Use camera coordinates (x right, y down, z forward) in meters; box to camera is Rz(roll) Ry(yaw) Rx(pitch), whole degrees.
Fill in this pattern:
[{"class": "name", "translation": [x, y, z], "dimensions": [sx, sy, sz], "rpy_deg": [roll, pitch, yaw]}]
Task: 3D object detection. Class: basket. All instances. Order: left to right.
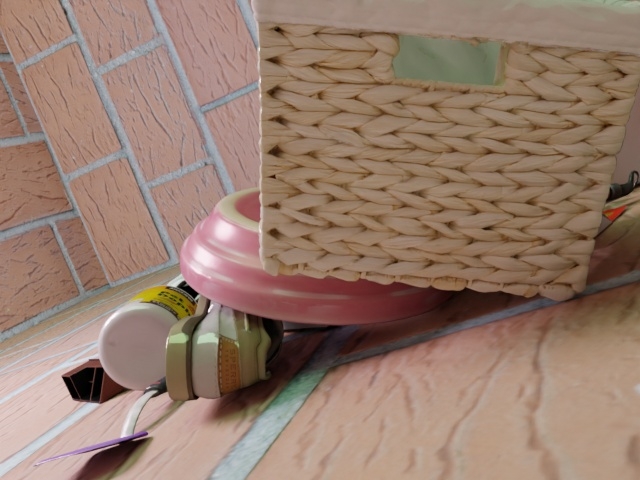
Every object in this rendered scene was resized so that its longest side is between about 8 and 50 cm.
[{"class": "basket", "translation": [0.105, -0.135, 0.772], "dimensions": [0.329, 0.266, 0.331], "rpy_deg": [5, 24, 1]}]

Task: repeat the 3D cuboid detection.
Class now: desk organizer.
[{"class": "desk organizer", "translation": [-0.327, 0.203, 1.104], "dimensions": [0.050, 0.047, 0.130], "rpy_deg": [-28, 8, -35]}]

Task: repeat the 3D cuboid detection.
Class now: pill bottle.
[{"class": "pill bottle", "translation": [-0.232, 0.129, 1.079], "dimensions": [0.117, 0.117, 0.215], "rpy_deg": [-22, 6, 1]}]

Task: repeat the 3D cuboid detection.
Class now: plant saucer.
[{"class": "plant saucer", "translation": [0.000, 0.000, 0.910], "dimensions": [0.333, 0.084, 0.332], "rpy_deg": [3, 17, -1]}]

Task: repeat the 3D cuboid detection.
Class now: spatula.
[{"class": "spatula", "translation": [-0.196, 0.186, 0.847], "dimensions": [0.084, 0.030, 0.296], "rpy_deg": [-19, 6, 19]}]

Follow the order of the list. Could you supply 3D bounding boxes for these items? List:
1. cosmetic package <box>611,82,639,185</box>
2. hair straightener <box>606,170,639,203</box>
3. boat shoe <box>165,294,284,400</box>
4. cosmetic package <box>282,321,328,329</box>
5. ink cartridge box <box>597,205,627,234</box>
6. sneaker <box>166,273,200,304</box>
[{"class": "cosmetic package", "translation": [0.432, -0.180, 1.122], "dimensions": [0.366, 0.196, 0.155], "rpy_deg": [-20, 5, -2]}, {"class": "hair straightener", "translation": [0.307, -0.053, 1.010], "dimensions": [0.231, 0.047, 0.089], "rpy_deg": [-16, -6, 1]}, {"class": "boat shoe", "translation": [-0.093, 0.108, 0.885], "dimensions": [0.104, 0.113, 0.302], "rpy_deg": [-1, 14, 3]}, {"class": "cosmetic package", "translation": [-0.032, 0.083, 1.054], "dimensions": [0.099, 0.060, 0.239], "rpy_deg": [-21, 4, -34]}, {"class": "ink cartridge box", "translation": [0.277, -0.017, 0.936], "dimensions": [0.146, 0.045, 0.179], "rpy_deg": [-16, 11, 43]}, {"class": "sneaker", "translation": [-0.237, 0.092, 1.561], "dimensions": [0.256, 0.094, 0.151], "rpy_deg": [-39, 9, -38]}]
